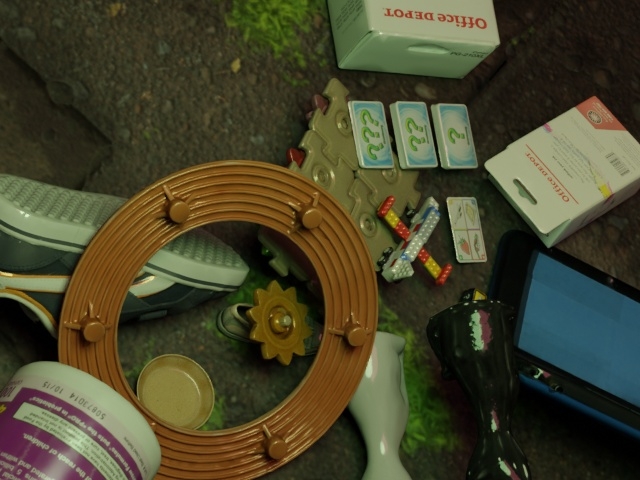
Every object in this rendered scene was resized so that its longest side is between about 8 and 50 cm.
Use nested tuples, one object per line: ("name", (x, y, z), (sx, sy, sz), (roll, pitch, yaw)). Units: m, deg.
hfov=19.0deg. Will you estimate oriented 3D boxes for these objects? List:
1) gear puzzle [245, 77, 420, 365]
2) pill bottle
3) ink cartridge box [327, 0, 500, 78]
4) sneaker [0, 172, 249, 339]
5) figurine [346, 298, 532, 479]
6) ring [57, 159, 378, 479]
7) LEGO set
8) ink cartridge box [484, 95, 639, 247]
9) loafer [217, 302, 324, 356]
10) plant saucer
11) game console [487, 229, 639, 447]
("gear puzzle", (0.000, 0.000, 2.030), (0.175, 0.044, 0.339), (45, 49, -27))
("pill bottle", (-0.286, 0.269, 1.723), (0.169, 0.169, 0.301), (38, 57, -7))
("ink cartridge box", (0.097, -0.315, 2.209), (0.172, 0.100, 0.237), (2, 67, -26))
("sneaker", (-0.222, 0.027, 1.897), (0.321, 0.127, 0.126), (15, 21, -40))
("figurine", (0.111, 0.187, 1.956), (0.092, 0.214, 0.209), (20, 57, -56))
("ring", (-0.092, 0.087, 1.869), (0.336, 0.032, 0.337), (-7, 109, -22))
("LEGO set", (0.128, -0.040, 2.103), (0.182, 0.060, 0.244), (-1, 78, -43))
("ink cartridge box", (0.277, -0.072, 2.205), (0.198, 0.067, 0.115), (-29, 72, -33))
("loafer", (-0.044, 0.091, 1.998), (0.125, 0.039, 0.045), (12, 63, -21))
("plant saucer", (-0.148, 0.157, 1.933), (0.083, 0.015, 0.083), (10, 64, -22))
("game console", (0.332, 0.123, 2.103), (0.293, 0.250, 0.173), (25, 86, -15))
